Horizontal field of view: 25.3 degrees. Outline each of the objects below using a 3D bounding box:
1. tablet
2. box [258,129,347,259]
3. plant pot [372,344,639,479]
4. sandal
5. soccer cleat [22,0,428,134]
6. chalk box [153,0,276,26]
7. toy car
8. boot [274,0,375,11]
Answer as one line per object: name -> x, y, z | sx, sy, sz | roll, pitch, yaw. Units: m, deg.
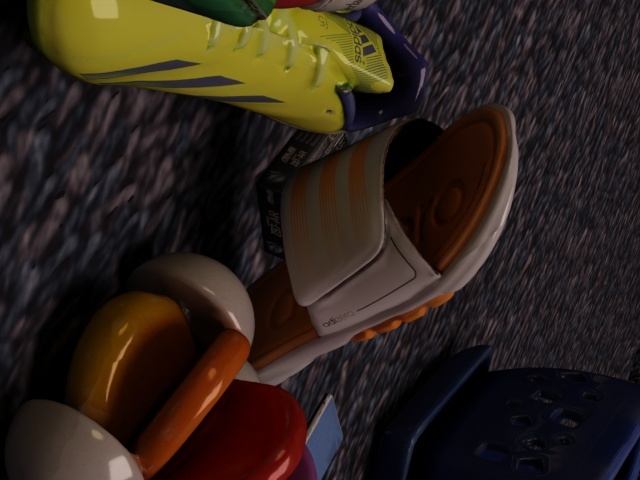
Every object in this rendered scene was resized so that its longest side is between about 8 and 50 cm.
tablet -> 0.000, 0.162, 1.147 | 0.054, 0.006, 0.083 | -60, 158, -25
box -> -0.009, -0.038, 0.913 | 0.083, 0.018, 0.067 | -55, 155, -33
plant pot -> 0.171, 0.248, 1.364 | 0.236, 0.212, 0.236 | -40, 145, -54
sandal -> -0.001, 0.009, 0.787 | 0.265, 0.076, 0.102 | -37, -143, 37
soccer cleat -> -0.029, -0.100, 0.656 | 0.289, 0.121, 0.093 | 1, 108, -69
chalk box -> -0.087, -0.174, 0.363 | 0.289, 0.180, 0.179 | -67, 159, -3
toy car -> -0.066, 0.109, 0.742 | 0.159, 0.136, 0.182 | -55, 155, -35
boot -> -0.066, -0.208, 0.522 | 0.176, 0.088, 0.244 | -1, 80, -27
